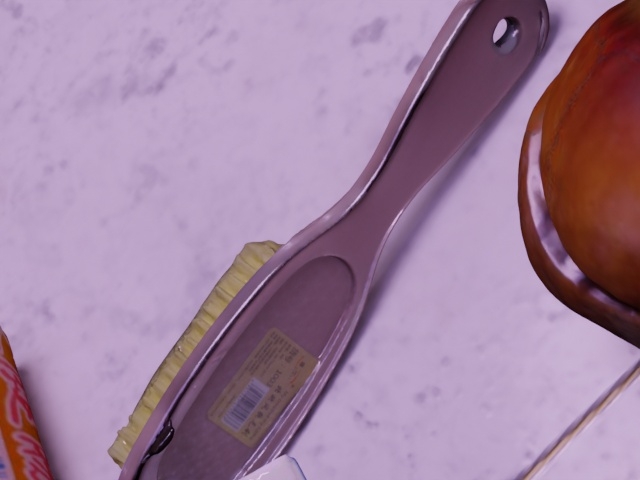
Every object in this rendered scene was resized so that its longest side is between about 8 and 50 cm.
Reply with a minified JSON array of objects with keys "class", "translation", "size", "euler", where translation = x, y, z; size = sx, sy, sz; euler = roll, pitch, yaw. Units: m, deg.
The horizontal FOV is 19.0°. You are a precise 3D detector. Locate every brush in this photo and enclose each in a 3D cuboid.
[{"class":"brush","translation":[-0.002,-0.001,0.898],"size":[0.313,0.072,0.067],"euler":[-55,43,0]}]

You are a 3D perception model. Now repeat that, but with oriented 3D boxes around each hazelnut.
[{"class":"hazelnut","translation":[0.171,-0.032,0.761],"size":[0.182,0.182,0.182],"euler":[-10,68,26]}]

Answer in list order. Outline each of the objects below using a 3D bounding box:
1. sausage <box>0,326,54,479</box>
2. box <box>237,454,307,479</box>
[{"class":"sausage","translation":[-0.149,0.186,0.893],"size":[0.093,0.093,0.312],"euler":[-32,60,15]},{"class":"box","translation":[-0.066,0.264,0.772],"size":[0.265,0.048,0.273],"euler":[-26,69,-4]}]
